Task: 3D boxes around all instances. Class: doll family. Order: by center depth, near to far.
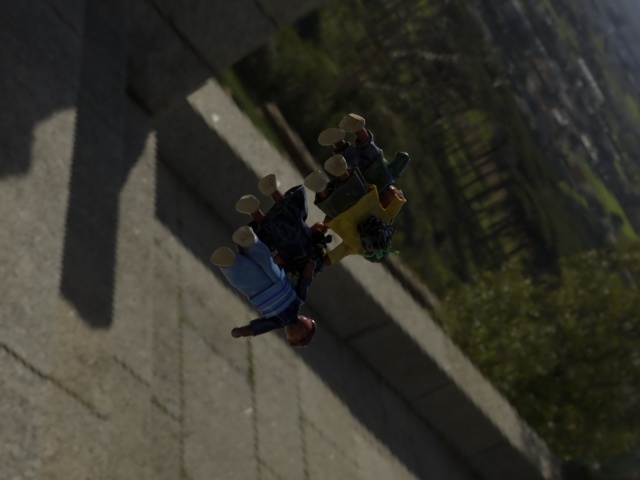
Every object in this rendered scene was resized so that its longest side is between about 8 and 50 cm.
[{"bbox_3d":[0.000,0.000,0.920,0.111,0.193,0.076,56,-2,-40],"label":"doll family"}]
